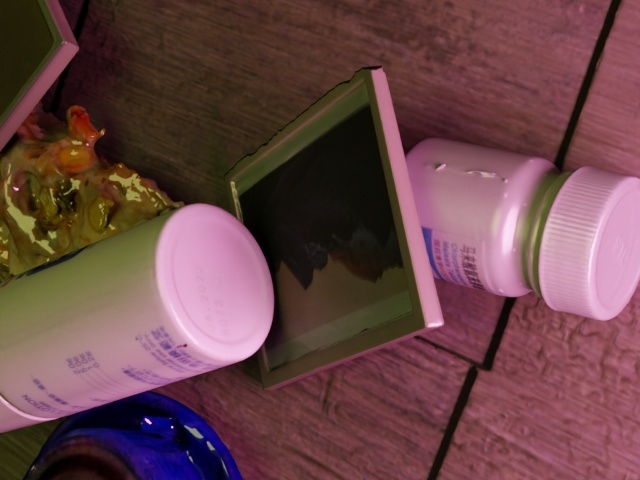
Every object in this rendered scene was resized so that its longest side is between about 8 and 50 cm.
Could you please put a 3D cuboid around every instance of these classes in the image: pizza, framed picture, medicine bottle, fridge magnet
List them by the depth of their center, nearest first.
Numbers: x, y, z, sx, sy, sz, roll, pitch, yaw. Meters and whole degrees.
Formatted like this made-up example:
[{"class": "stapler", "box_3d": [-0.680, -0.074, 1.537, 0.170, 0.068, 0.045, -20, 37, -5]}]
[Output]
[{"class": "medicine bottle", "box_3d": [0.136, -0.011, 0.955, 0.168, 0.105, 0.105, 14, 96, 34]}, {"class": "framed picture", "box_3d": [-0.001, 0.000, 1.028, 0.265, 0.018, 0.192, -31, 68, 59]}, {"class": "medicine bottle", "box_3d": [-0.203, 0.078, 1.134, 0.341, 0.130, 0.130, -21, 77, 37]}, {"class": "fridge magnet", "box_3d": [-0.170, 0.258, 1.145, 0.266, 0.113, 0.265, -6, 80, 35]}, {"class": "pizza", "box_3d": [-0.235, -0.027, 1.226, 0.297, 0.071, 0.189, 30, 104, 30]}, {"class": "framed picture", "box_3d": [-0.343, -0.202, 1.289, 0.232, 0.024, 0.315, -46, 52, 24]}]
